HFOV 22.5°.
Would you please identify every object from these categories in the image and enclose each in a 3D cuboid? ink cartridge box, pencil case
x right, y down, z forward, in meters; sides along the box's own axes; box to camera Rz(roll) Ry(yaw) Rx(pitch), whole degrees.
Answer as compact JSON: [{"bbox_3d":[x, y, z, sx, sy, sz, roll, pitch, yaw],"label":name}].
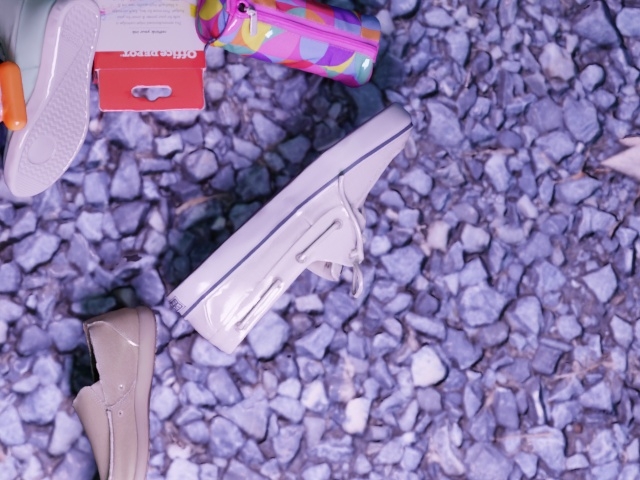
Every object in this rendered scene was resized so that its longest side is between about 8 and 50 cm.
[{"bbox_3d":[-0.211,-0.263,1.936,0.134,0.078,0.231,-2,85,-12],"label":"ink cartridge box"},{"bbox_3d":[-0.037,-0.252,1.924,0.236,0.104,0.104,11,81,-35],"label":"pencil case"}]

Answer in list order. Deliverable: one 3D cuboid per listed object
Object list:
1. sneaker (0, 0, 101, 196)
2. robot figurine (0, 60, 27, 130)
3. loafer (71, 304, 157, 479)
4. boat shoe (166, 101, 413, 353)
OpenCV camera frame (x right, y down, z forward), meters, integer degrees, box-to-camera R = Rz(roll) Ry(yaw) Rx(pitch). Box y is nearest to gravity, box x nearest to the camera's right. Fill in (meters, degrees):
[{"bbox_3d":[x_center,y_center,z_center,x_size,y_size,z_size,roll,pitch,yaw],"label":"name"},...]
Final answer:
[{"bbox_3d":[-0.347,-0.189,1.907,0.094,0.151,0.256,-1,115,-48],"label":"sneaker"},{"bbox_3d":[-0.427,-0.161,1.806,0.158,0.128,0.219,4,80,-53],"label":"robot figurine"},{"bbox_3d":[-0.245,0.207,1.875,0.092,0.102,0.268,5,74,-10],"label":"loafer"},{"bbox_3d":[0.000,0.001,1.926,0.367,0.136,0.156,-43,94,-10],"label":"boat shoe"}]
